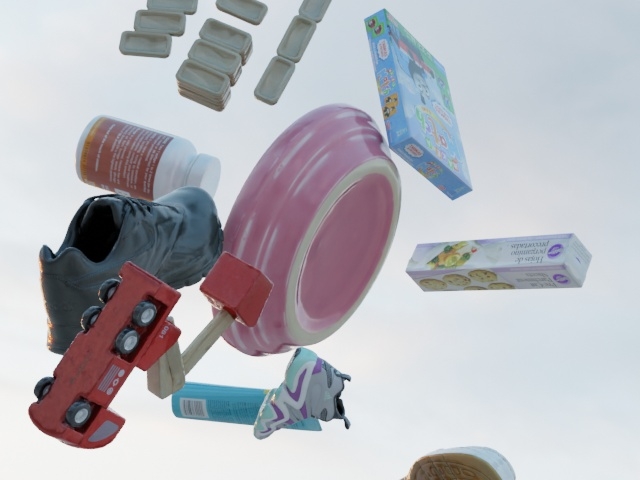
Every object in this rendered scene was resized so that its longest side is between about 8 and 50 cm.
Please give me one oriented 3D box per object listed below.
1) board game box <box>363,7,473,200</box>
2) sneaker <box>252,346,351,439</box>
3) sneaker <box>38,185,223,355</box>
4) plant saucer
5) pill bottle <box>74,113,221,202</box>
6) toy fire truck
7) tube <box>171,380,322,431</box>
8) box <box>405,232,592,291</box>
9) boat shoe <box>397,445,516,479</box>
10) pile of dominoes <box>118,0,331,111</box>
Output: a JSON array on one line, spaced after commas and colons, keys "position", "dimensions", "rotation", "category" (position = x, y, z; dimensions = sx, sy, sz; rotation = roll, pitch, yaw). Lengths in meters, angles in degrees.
[{"position": [0.127, -0.175, 1.531], "dimensions": [0.039, 0.211, 0.160], "rotation": [-25, -35, 26], "category": "board game box"}, {"position": [-0.009, 0.136, 0.943], "dimensions": [0.069, 0.038, 0.098], "rotation": [28, -55, -4], "category": "sneaker"}, {"position": [-0.187, 0.000, 1.206], "dimensions": [0.109, 0.286, 0.130], "rotation": [1, -62, 22], "category": "sneaker"}, {"position": [0.000, 0.000, 1.444], "dimensions": [0.084, 0.332, 0.332], "rotation": [27, -17, 25], "category": "plant saucer"}, {"position": [-0.277, -0.120, 1.915], "dimensions": [0.216, 0.121, 0.121], "rotation": [18, -23, 13], "category": "pill bottle"}, {"position": [-0.129, 0.083, 0.922], "dimensions": [0.047, 0.192, 0.135], "rotation": [28, -9, 33], "category": "toy fire truck"}, {"position": [-0.102, 0.226, 1.612], "dimensions": [0.207, 0.052, 0.080], "rotation": [3, -39, 22], "category": "tube"}, {"position": [0.281, 0.038, 1.917], "dimensions": [0.324, 0.063, 0.067], "rotation": [-4, -38, 45], "category": "box"}, {"position": [0.162, 0.285, 1.406], "dimensions": [0.096, 0.098, 0.277], "rotation": [-28, -7, -29], "category": "boat shoe"}, {"position": [-0.094, -0.270, 1.366], "dimensions": [0.196, 0.251, 0.040], "rotation": [23, -21, 8], "category": "pile of dominoes"}]
